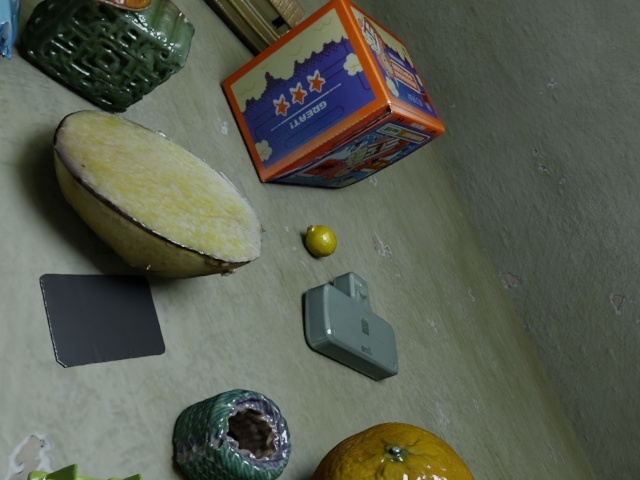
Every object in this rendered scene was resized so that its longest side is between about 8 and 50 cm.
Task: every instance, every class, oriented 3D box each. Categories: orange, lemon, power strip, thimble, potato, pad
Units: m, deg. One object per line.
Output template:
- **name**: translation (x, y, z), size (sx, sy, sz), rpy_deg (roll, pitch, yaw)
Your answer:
- **orange**: translation (0.099, 0.378, 0.767), size (0.264, 0.264, 0.264), rpy_deg (42, 33, -35)
- **lemon**: translation (0.000, 0.000, 1.171), size (0.083, 0.062, 0.062), rpy_deg (48, 30, -27)
- **power strip**: translation (0.065, 0.159, 1.139), size (0.265, 0.059, 0.193), rpy_deg (36, 41, -42)
- **thimble**: translation (-0.108, 0.251, 0.711), size (0.135, 0.090, 0.118), rpy_deg (38, 33, -36)
- **potato**: translation (-0.225, -0.046, 0.758), size (0.299, 0.116, 0.239), rpy_deg (31, 31, -29)
- **pad**: translation (-0.259, 0.093, 0.686), size (0.157, 0.003, 0.112), rpy_deg (9, 57, -59)

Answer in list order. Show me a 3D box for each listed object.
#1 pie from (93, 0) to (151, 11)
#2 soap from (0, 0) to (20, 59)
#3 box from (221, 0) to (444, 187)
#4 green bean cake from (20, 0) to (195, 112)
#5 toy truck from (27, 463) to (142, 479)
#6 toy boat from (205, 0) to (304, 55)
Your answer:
- **pie**: translation (-0.241, -0.340, 0.697), size (0.088, 0.033, 0.191), rpy_deg (38, 41, -41)
- **soap**: translation (-0.470, -0.323, 0.617), size (0.293, 0.077, 0.156), rpy_deg (24, 44, -52)
- **box**: translation (0.041, -0.284, 1.224), size (0.349, 0.319, 0.256), rpy_deg (-3, 70, -63)
- **green bean cake**: translation (-0.292, -0.279, 0.780), size (0.173, 0.182, 0.094), rpy_deg (38, 36, -44)
- **toy truck**: translation (-0.193, 0.317, 0.448), size (0.128, 0.135, 0.259), rpy_deg (35, 41, -43)
- **toy boat**: translation (-0.166, -0.564, 1.295), size (0.445, 0.162, 0.135), rpy_deg (40, 36, -37)
